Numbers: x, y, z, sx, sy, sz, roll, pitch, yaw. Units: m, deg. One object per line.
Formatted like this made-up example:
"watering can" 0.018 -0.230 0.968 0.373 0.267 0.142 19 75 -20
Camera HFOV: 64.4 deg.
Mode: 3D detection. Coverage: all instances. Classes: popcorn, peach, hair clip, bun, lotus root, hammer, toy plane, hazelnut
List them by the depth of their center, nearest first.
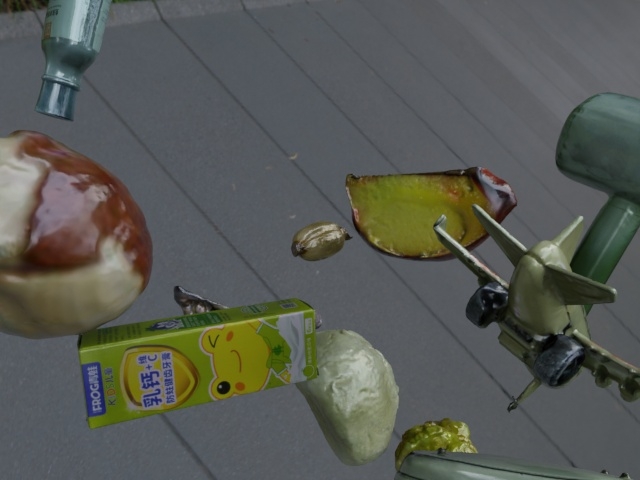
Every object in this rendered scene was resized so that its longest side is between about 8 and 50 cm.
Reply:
"toy plane" 0.194 0.074 0.434 0.104 0.256 0.242 -37 46 -13
"hammer" 0.349 -0.003 0.631 0.118 0.336 0.206 10 19 -46
"hazelnut" -0.340 -0.002 0.639 0.261 0.261 0.241 28 29 -12
"peach" 0.190 -0.045 0.850 0.154 0.267 0.159 -21 107 -64
"lotus root" 0.000 0.000 0.969 0.150 0.062 0.073 -17 67 -42
"hair clip" -0.141 0.154 0.984 0.300 0.173 0.069 15 69 -20
"popcorn" 0.263 0.501 1.154 0.155 0.197 0.198 14 45 -57
"bun" 0.071 0.367 1.275 0.227 0.353 0.349 -28 46 -11

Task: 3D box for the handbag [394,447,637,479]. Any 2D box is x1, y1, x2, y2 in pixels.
"handbag" 0.146 0.324 0.364 0.240 0.109 0.316 2 73 15

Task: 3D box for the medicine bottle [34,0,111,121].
"medicine bottle" -0.283 -0.244 0.584 0.053 0.090 0.209 12 93 -48

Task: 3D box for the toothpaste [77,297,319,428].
"toothpaste" -0.161 0.163 0.719 0.327 0.077 0.111 -6 102 -22
